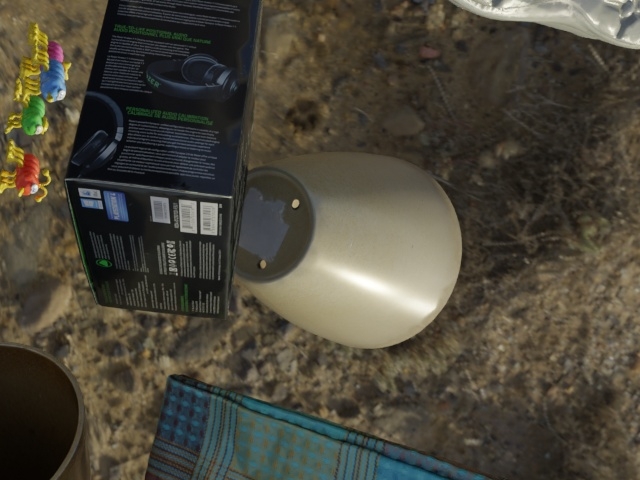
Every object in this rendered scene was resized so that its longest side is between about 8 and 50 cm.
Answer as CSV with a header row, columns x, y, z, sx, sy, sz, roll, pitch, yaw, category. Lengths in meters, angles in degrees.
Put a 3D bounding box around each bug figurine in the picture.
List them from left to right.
x,y,z,sx,sy,sz,roll,pitch,yaw,category
-0.446,-0.209,1.453,0.072,0.216,0.279,9,132,-25,bug figurine

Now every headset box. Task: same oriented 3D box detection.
x,y,z,sx,sy,sz,roll,pitch,yaw,category
-0.129,-0.107,0.843,0.131,0.246,0.282,7,63,-4,headset box

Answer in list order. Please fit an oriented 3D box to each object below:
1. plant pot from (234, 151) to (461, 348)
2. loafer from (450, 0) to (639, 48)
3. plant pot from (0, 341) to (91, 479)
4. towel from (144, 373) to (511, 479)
x,y,z,sx,sy,sz,roll,pitch,yaw,category
0.000,0.000,1.089,0.274,0.257,0.256,12,104,-62,plant pot
0.122,-0.196,0.586,0.320,0.111,0.112,10,111,-43,loafer
-0.329,0.272,0.925,0.237,0.237,0.254,-19,133,-16,plant pot
-0.022,0.293,0.822,0.040,0.370,0.271,14,89,-61,towel
